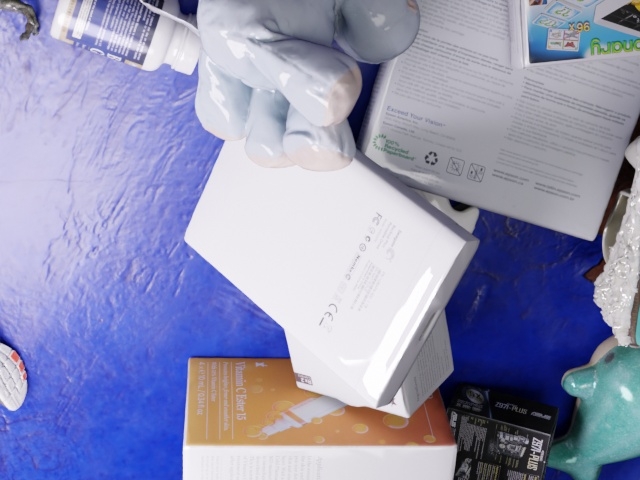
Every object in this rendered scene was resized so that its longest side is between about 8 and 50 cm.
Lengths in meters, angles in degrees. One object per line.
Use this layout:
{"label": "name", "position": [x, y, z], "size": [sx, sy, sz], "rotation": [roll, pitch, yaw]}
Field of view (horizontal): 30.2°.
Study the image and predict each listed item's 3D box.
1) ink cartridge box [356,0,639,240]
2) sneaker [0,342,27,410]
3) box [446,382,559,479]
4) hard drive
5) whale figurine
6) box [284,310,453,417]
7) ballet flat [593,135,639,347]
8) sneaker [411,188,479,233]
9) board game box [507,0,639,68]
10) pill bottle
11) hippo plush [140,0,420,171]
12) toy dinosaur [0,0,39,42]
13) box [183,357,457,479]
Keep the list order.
{"label": "ink cartridge box", "position": [0.236, -0.199, 1.449], "size": [0.324, 0.071, 0.330], "rotation": [16, 97, -12]}
{"label": "sneaker", "position": [-0.454, 0.163, 1.597], "size": [0.064, 0.061, 0.158], "rotation": [-10, 119, 30]}
{"label": "box", "position": [0.246, 0.310, 1.678], "size": [0.147, 0.077, 0.180], "rotation": [13, 116, 16]}
{"label": "hard drive", "position": [0.000, 0.000, 1.418], "size": [0.047, 0.353, 0.233], "rotation": [-5, 128, -53]}
{"label": "whale figurine", "position": [0.428, 0.253, 1.659], "size": [0.216, 0.141, 0.272], "rotation": [32, 111, -19]}
{"label": "box", "position": [0.057, 0.107, 1.522], "size": [0.181, 0.119, 0.182], "rotation": [10, 124, 36]}
{"label": "ballet flat", "position": [0.406, -0.045, 1.429], "size": [0.147, 0.147, 0.409], "rotation": [3, 127, -7]}
{"label": "sneaker", "position": [0.100, -0.060, 1.521], "size": [0.232, 0.090, 0.115], "rotation": [29, 90, -15]}
{"label": "board game box", "position": [0.369, -0.312, 1.387], "size": [0.305, 0.053, 0.193], "rotation": [-6, 102, -9]}
{"label": "pill bottle", "position": [-0.221, -0.254, 1.382], "size": [0.169, 0.094, 0.094], "rotation": [18, 113, -13]}
{"label": "hippo plush", "position": [-0.026, -0.238, 1.344], "size": [0.294, 0.236, 0.234], "rotation": [42, 149, 2]}
{"label": "toy dinosaur", "position": [-0.389, -0.281, 1.376], "size": [0.268, 0.064, 0.118], "rotation": [-14, 110, -2]}
{"label": "box", "position": [-0.010, 0.283, 1.594], "size": [0.345, 0.215, 0.168], "rotation": [1, 115, -6]}
